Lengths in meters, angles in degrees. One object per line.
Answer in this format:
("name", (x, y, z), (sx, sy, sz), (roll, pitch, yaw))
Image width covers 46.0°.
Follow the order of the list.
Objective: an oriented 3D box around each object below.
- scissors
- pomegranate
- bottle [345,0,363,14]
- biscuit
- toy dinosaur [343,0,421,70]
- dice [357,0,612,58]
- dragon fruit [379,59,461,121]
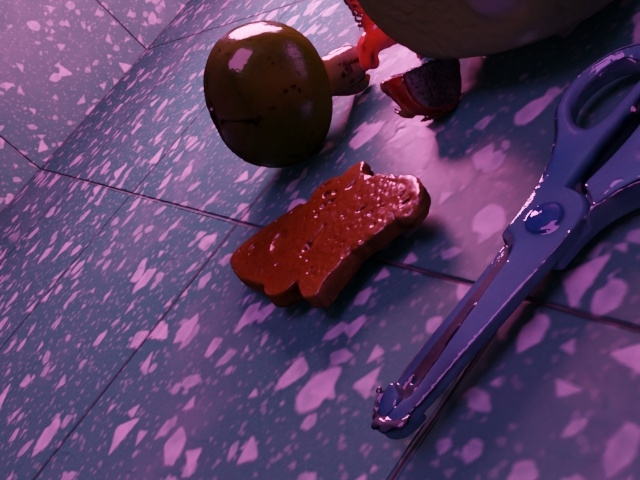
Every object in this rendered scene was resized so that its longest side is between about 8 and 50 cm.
("scissors", (0.172, -0.012, 0.529), (0.393, 0.032, 0.180), (-49, 27, -7))
("pomegranate", (-0.050, -0.199, 0.938), (0.210, 0.179, 0.179), (-50, 27, -9))
("bottle", (0.123, -0.440, 1.138), (0.082, 0.072, 0.244), (24, 71, 38))
("biscuit", (0.000, 0.000, 0.747), (0.280, 0.043, 0.183), (-22, 32, 46))
("toy dinosaur", (0.101, -0.346, 0.925), (0.286, 0.139, 0.070), (-64, 16, -1))
("dice", (0.161, -0.337, 0.711), (0.254, 0.250, 0.252), (4, 44, 49))
("dragon fruit", (0.108, -0.155, 0.789), (0.083, 0.060, 0.056), (-31, 9, -33))
